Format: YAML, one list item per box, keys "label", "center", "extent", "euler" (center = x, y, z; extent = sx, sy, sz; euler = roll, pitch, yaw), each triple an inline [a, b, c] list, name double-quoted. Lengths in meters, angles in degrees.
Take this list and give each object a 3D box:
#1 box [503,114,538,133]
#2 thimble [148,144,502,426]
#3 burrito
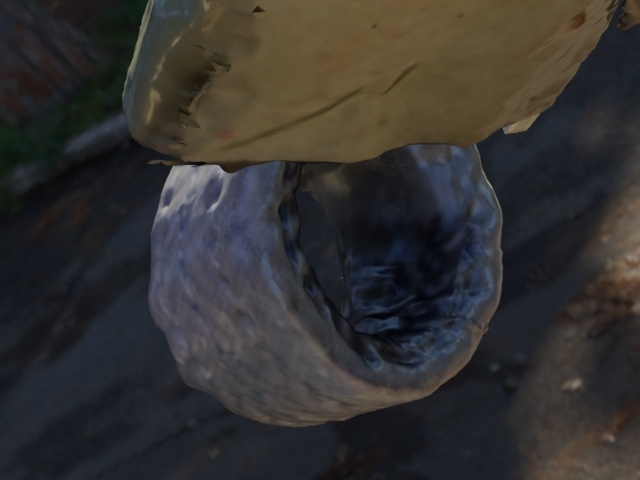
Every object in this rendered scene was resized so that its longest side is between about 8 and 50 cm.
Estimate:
- label: "box"
  center: [0.164, -0.129, 1.248]
  extent: [0.024, 0.054, 0.083]
  euler: [-6, -24, -22]
- label: "thimble"
  center: [0.000, 0.000, 1.047]
  extent: [0.157, 0.217, 0.245]
  euler: [-23, 57, 49]
- label: "burrito"
  center: [0.058, -0.148, 0.445]
  extent: [0.190, 0.135, 0.332]
  euler: [-5, -21, -23]
